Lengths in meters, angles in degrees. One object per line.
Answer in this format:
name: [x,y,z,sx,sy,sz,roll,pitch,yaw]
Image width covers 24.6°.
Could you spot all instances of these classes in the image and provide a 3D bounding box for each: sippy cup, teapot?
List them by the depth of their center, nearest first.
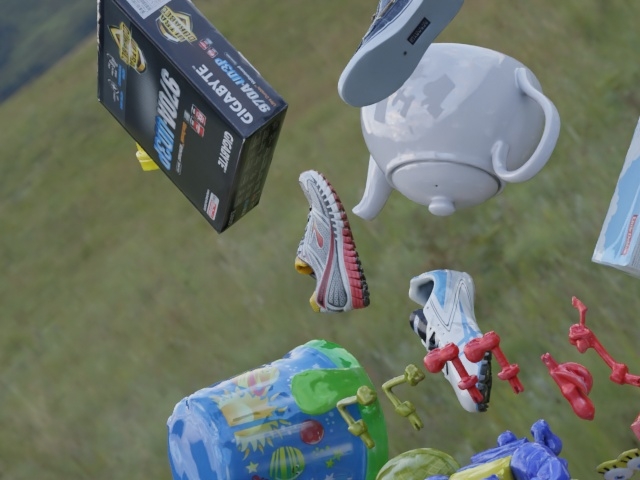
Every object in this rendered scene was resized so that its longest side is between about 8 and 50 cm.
teapot: [0.167,-0.123,1.863,0.256,0.252,0.187,80,-165,-70]
sippy cup: [-0.068,0.261,1.894,0.224,0.305,0.240,-9,30,-34]

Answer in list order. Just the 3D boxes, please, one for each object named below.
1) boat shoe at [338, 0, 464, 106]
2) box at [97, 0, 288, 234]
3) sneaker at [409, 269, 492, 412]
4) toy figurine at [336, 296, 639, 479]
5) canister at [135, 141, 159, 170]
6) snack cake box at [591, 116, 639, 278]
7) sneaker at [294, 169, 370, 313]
boat shoe: [0.079,-0.229,1.632,0.183,0.065,0.083,-47,35,0]
box: [-0.115,-0.117,1.239,0.051,0.175,0.220,-40,-9,-19]
sneaker: [0.151,0.118,1.698,0.086,0.085,0.237,-5,33,-2]
toy figurine: [0.123,0.225,1.406,0.362,0.191,0.217,-24,8,38]
canister: [-0.208,-0.191,1.886,0.073,0.170,0.126,-10,18,26]
snack cake box: [0.430,-0.073,1.678,0.089,0.152,0.264,-169,98,-73]
sneaker: [0.000,0.000,2.106,0.093,0.225,0.088,-17,-26,5]
